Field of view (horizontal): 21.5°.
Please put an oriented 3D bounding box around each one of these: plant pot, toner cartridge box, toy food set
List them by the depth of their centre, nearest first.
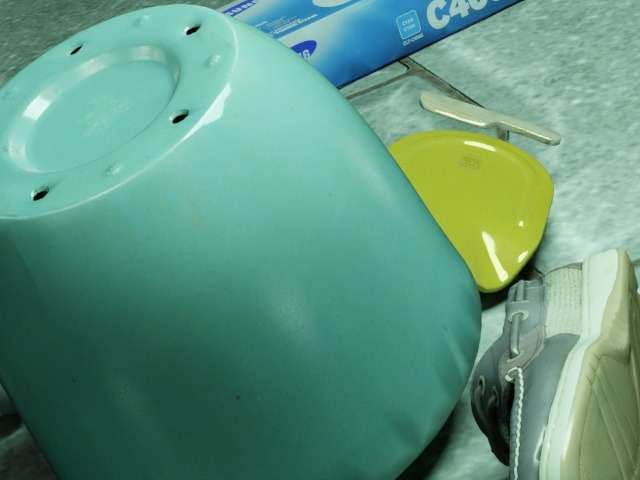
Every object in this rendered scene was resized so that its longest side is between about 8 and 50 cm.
[{"bbox_3d":[-0.081,0.004,1.004,0.293,0.235,0.293,-19,36,15],"label":"plant pot"},{"bbox_3d":[0.101,-0.018,1.224,0.128,0.071,0.218,15,35,10],"label":"toy food set"},{"bbox_3d":[0.028,-0.225,1.672,0.348,0.075,0.165,-28,26,-21],"label":"toner cartridge box"}]

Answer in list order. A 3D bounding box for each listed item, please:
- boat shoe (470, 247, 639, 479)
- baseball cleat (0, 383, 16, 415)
[{"bbox_3d":[0.130,0.091,0.939,0.092,0.102,0.285,-14,21,20],"label":"boat shoe"},{"bbox_3d":[-0.197,0.056,1.247,0.109,0.072,0.206,-9,29,2],"label":"baseball cleat"}]
